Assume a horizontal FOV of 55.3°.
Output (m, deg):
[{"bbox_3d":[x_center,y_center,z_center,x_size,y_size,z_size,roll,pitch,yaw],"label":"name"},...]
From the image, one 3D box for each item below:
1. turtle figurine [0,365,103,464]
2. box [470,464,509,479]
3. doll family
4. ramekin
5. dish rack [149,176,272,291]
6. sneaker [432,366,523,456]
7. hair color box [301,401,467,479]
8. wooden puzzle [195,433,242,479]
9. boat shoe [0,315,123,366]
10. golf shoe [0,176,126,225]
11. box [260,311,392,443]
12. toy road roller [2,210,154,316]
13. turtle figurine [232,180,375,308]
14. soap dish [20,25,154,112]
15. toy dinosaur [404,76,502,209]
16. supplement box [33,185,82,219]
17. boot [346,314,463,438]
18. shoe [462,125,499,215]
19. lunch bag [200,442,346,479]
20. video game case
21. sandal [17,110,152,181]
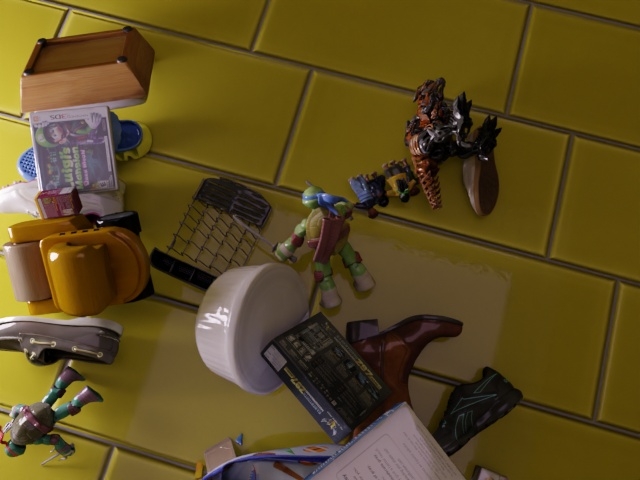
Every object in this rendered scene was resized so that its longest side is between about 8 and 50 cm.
[{"bbox_3d":[-0.592,0.392,1.309,0.175,0.118,0.234,41,74,10],"label":"turtle figurine"},{"bbox_3d":[0.303,0.630,1.255,0.067,0.063,0.324,22,77,7],"label":"box"},{"bbox_3d":[0.155,-0.120,1.445,0.193,0.076,0.111,-23,81,0],"label":"doll family"},{"bbox_3d":[-0.145,0.176,1.281,0.127,0.273,0.272,6,74,30],"label":"ramekin"},{"bbox_3d":[-0.244,-0.018,1.422,0.208,0.074,0.271,24,77,6],"label":"dish rack"},{"bbox_3d":[0.304,0.378,1.313,0.267,0.101,0.106,-32,67,-15],"label":"sneaker"},{"bbox_3d":[0.047,0.429,0.957,0.347,0.105,0.174,-35,77,-11],"label":"hair color box"},{"bbox_3d":[-0.216,0.465,1.312,0.116,0.078,0.014,-25,121,0],"label":"wooden puzzle"},{"bbox_3d":[-0.590,0.225,1.337,0.305,0.109,0.091,-1,61,3],"label":"boat shoe"},{"bbox_3d":[-0.610,-0.076,1.425,0.306,0.115,0.140,-6,79,0],"label":"golf shoe"},{"bbox_3d":[0.015,0.269,1.238,0.232,0.183,0.059,47,122,13],"label":"box"},{"bbox_3d":[-0.528,0.061,1.294,0.330,0.240,0.202,-7,103,3],"label":"toy road roller"},{"bbox_3d":[0.000,0.000,1.381,0.198,0.275,0.266,-37,110,-45],"label":"turtle figurine"},{"bbox_3d":[-0.554,-0.404,1.456,0.291,0.118,0.229,-8,44,-2],"label":"soap dish"},{"bbox_3d":[0.286,-0.233,1.427,0.164,0.218,0.321,-7,86,-45],"label":"toy dinosaur"},{"bbox_3d":[-0.577,-0.083,1.348,0.083,0.043,0.055,-8,119,-3],"label":"supplement box"},{"bbox_3d":[0.191,0.306,1.323,0.264,0.096,0.280,-5,77,-1],"label":"boot"},{"bbox_3d":[0.380,-0.163,1.462,0.077,0.058,0.219,8,78,-31],"label":"shoe"},{"bbox_3d":[-0.030,0.504,1.160,0.386,0.328,0.238,7,71,2],"label":"lunch bag"},{"bbox_3d":[-0.550,-0.199,1.368,0.173,0.022,0.190,-6,95,-4],"label":"video game case"},{"bbox_3d":[-0.571,-0.228,1.449,0.317,0.138,0.126,-23,79,-3],"label":"sandal"}]
